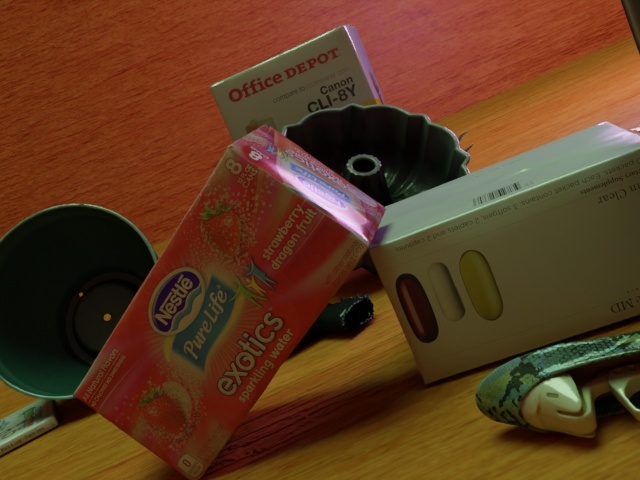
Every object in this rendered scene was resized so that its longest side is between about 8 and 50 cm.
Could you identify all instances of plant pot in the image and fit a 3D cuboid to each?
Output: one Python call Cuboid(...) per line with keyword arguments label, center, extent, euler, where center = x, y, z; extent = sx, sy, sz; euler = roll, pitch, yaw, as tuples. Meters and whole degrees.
Cuboid(label="plant pot", center=(-0.364, 0.110, 1.218), extent=(0.292, 0.293, 0.196), euler=(-23, -16, 0))

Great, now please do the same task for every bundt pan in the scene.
Cuboid(label="bundt pan", center=(0.068, -0.073, 1.215), extent=(0.330, 0.124, 0.331), euler=(-1, 44, 1))

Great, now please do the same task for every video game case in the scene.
Cuboid(label="video game case", center=(-0.467, 0.287, 1.153), extent=(0.143, 0.019, 0.157), euler=(-27, 11, -18))

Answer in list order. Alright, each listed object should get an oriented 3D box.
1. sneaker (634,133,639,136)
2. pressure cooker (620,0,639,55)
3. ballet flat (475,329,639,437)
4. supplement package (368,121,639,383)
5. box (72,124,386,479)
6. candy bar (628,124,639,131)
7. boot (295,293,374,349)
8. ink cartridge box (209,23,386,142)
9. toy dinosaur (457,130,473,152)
Cuboid(label="sneaker", center=(0.429, -0.124, 1.163), extent=(0.071, 0.068, 0.170), euler=(-32, 13, -16))
Cuboid(label="pressure cooker", center=(0.376, -0.187, 0.477), extent=(0.369, 0.421, 0.375), euler=(-25, 20, 9))
Cuboid(label="ballet flat", center=(0.197, 0.101, 0.529), extent=(0.188, 0.070, 0.070), euler=(-23, 9, 20))
Cuboid(label="supplement package", center=(0.202, 0.004, 0.768), extent=(0.261, 0.145, 0.204), euler=(-22, 10, 14))
Cuboid(label="box", center=(-0.086, 0.057, 0.743), extent=(0.300, 0.154, 0.142), euler=(-54, 0, 19))
Cuboid(label="candy bar", center=(0.532, -0.171, 1.160), extent=(0.161, 0.018, 0.040), euler=(-5, 3, -33))
Cuboid(label="boot", center=(0.004, 0.107, 0.977), extent=(0.099, 0.045, 0.121), euler=(-8, 17, 46))
Cuboid(label="ink cartridge box", center=(0.002, -0.174, 1.449), extent=(0.279, 0.385, 0.160), euler=(-21, 10, 13))
Cuboid(label="toy dinosaur", center=(0.216, -0.154, 1.738), extent=(0.160, 0.121, 0.313), euler=(-13, 3, -14))
